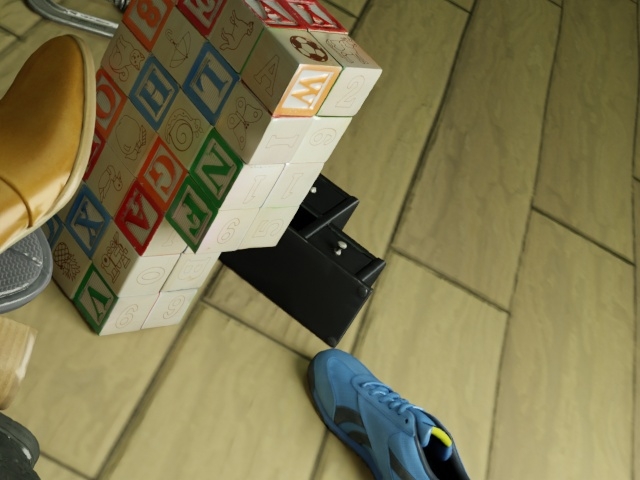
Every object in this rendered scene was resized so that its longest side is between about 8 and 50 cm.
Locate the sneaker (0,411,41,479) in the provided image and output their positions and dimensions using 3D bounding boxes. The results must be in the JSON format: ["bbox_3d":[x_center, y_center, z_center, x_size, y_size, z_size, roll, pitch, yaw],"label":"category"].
[{"bbox_3d":[-0.240,0.137,0.854,0.170,0.051,0.089,28,27,-9],"label":"sneaker"}]

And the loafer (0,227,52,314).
[{"bbox_3d":[-0.333,0.035,0.909,0.303,0.095,0.109,-5,73,-39],"label":"loafer"}]

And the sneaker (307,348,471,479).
[{"bbox_3d":[0.064,0.149,1.076,0.069,0.082,0.209,1,40,-38],"label":"sneaker"}]

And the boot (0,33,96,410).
[{"bbox_3d":[-0.269,-0.046,0.863,0.211,0.104,0.295,23,59,-27],"label":"boot"}]

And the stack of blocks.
[{"bbox_3d":[-0.101,-0.065,1.029,0.087,0.297,0.171,-5,46,-48],"label":"stack of blocks"}]

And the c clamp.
[{"bbox_3d":[-0.260,-0.266,1.459,0.161,0.022,0.137,18,32,-20],"label":"c clamp"}]

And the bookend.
[{"bbox_3d":[0.000,0.000,1.247,0.157,0.072,0.156,38,31,11],"label":"bookend"}]
